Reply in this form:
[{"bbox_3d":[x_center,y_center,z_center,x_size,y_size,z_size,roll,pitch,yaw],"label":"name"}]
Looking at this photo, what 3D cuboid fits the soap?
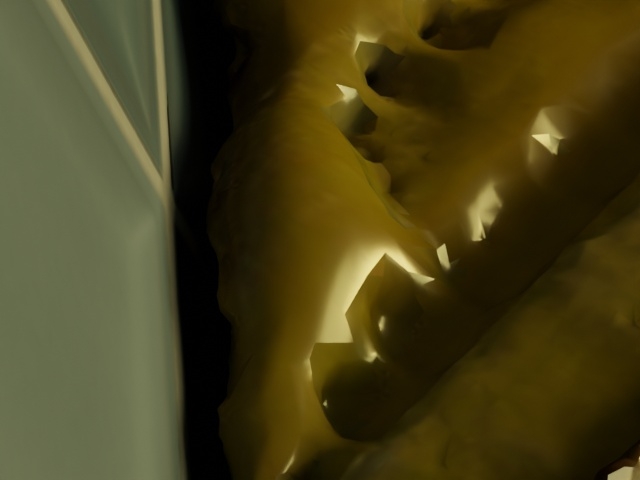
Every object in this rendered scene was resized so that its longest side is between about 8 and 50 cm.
[{"bbox_3d":[0.000,0.000,0.515,0.339,0.304,0.169,-42,137,-34],"label":"soap"}]
